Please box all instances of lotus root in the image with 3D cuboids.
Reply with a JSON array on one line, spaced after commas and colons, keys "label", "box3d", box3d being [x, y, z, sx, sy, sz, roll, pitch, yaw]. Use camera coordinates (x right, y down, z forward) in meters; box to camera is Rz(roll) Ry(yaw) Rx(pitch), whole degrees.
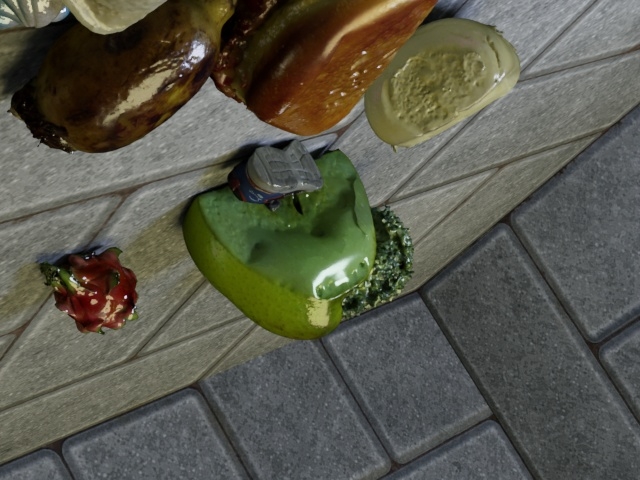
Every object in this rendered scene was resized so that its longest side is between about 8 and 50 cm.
[{"label": "lotus root", "box3d": [-0.219, -0.199, 1.488, 0.314, 0.141, 0.169, -34, 171, 7]}]

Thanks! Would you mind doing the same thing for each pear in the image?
[{"label": "pear", "box3d": [-0.056, 0.035, 2.359, 0.342, 0.318, 0.238, -19, 160, -30]}]

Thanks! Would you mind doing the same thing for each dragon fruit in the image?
[{"label": "dragon fruit", "box3d": [-0.390, 0.077, 2.185, 0.137, 0.135, 0.236, -26, 150, 2]}]

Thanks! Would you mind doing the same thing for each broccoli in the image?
[{"label": "broccoli", "box3d": [0.003, 0.006, 2.647, 0.375, 0.302, 0.249, -5, -168, 6]}]

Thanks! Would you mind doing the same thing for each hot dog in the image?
[{"label": "hot dog", "box3d": [-0.015, -0.271, 1.581, 0.223, 0.185, 0.405, -24, 165, -36]}]

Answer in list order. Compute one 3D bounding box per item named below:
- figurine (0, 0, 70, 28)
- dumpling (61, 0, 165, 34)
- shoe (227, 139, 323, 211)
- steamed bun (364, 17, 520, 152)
[{"label": "figurine", "box3d": [-0.287, -0.263, 1.278, 0.114, 0.079, 0.114, -19, 126, -28]}, {"label": "dumpling", "box3d": [-0.188, -0.303, 1.233, 0.216, 0.126, 0.166, -36, 151, 32]}, {"label": "shoe", "box3d": [-0.086, -0.103, 2.248, 0.125, 0.099, 0.227, -35, 168, 25]}, {"label": "steamed bun", "box3d": [0.189, -0.268, 2.130, 0.273, 0.166, 0.232, -30, -179, 20]}]
